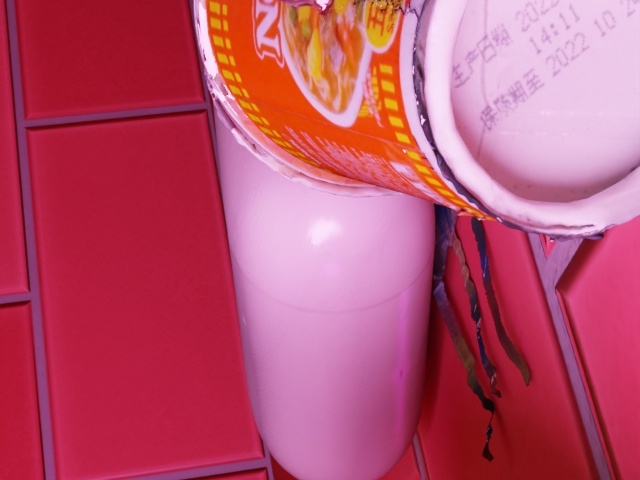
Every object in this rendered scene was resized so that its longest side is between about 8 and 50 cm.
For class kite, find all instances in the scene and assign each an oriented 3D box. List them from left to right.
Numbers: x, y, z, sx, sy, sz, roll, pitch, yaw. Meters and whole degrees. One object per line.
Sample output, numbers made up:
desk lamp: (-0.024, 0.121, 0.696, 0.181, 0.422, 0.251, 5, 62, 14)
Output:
kite: (0.087, -0.015, 0.829, 0.169, 0.015, 0.310, 94, 166, -46)

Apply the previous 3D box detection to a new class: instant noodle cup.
instant noodle cup: (0.060, -0.086, 0.508, 0.212, 0.193, 0.193, -141, 44, -66)

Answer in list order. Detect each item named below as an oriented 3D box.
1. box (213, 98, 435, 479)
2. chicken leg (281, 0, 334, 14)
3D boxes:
box: (0.001, 0.000, 0.918, 0.349, 0.141, 0.288, 87, 176, -47)
chicken leg: (0.018, -0.224, 0.447, 0.407, 0.096, 0.158, -75, -27, -52)
